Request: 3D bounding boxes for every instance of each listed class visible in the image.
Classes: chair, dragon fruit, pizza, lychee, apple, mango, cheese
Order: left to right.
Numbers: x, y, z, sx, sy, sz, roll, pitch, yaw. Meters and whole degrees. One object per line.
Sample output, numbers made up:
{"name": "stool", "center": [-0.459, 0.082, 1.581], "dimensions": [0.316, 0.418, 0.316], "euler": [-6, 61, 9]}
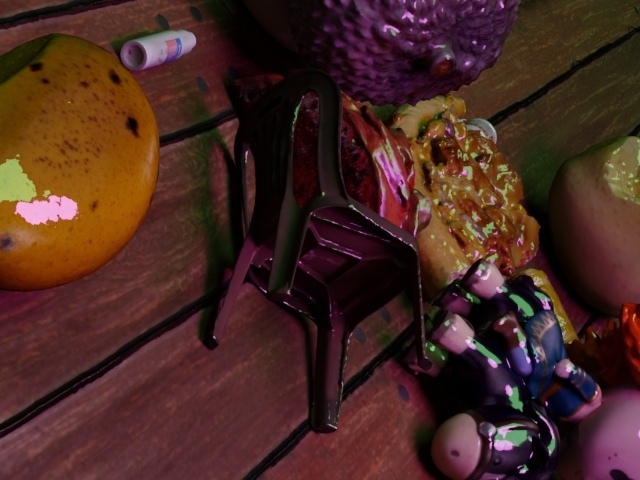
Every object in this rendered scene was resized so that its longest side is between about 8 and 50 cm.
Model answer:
{"name": "mango", "center": [-0.237, -0.055, 1.296], "dimensions": [0.191, 0.160, 0.290], "euler": [61, 30, -13]}
{"name": "cheese", "center": [-0.078, -0.343, 1.948], "dimensions": [0.249, 0.070, 0.163], "euler": [36, 34, -37]}
{"name": "chair", "center": [0.000, 0.000, 1.614], "dimensions": [0.183, 0.175, 0.326], "euler": [32, 42, -25]}
{"name": "dragon fruit", "center": [0.052, -0.078, 1.804], "dimensions": [0.205, 0.152, 0.317], "euler": [3, 58, -59]}
{"name": "lychee", "center": [0.092, -0.300, 1.834], "dimensions": [0.300, 0.300, 0.300], "euler": [40, 32, -31]}
{"name": "pizza", "center": [0.180, -0.049, 2.042], "dimensions": [0.277, 0.114, 0.409], "euler": [42, 33, -18]}
{"name": "apple", "center": [0.472, -0.015, 2.337], "dimensions": [0.279, 0.279, 0.279], "euler": [40, 32, -31]}

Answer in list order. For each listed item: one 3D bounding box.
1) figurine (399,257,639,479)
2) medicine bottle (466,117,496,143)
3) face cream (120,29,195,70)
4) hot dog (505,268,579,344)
{"name": "figurine", "center": [0.287, 0.193, 1.817], "dimensions": [0.411, 0.241, 0.306], "euler": [18, 44, -24]}
{"name": "medicine bottle", "center": [0.216, -0.141, 2.244], "dimensions": [0.057, 0.057, 0.089], "euler": [57, 28, -2]}
{"name": "face cream", "center": [-0.172, -0.209, 1.694], "dimensions": [0.034, 0.034, 0.130], "euler": [58, 26, -1]}
{"name": "hot dog", "center": [0.317, 0.172, 2.070], "dimensions": [0.068, 0.083, 0.289], "euler": [-8, 67, -40]}
